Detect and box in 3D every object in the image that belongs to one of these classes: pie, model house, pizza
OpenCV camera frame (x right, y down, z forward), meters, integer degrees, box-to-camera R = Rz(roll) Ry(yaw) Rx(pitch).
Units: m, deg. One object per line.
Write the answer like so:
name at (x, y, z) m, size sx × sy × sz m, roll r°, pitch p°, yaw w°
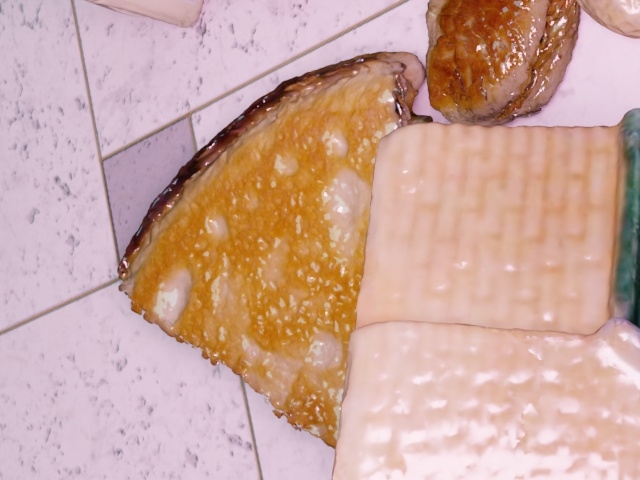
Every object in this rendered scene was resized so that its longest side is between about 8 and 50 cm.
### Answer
pie at (0.164, -0.201, 1.452) m, size 0.163 × 0.079 × 0.193 m, roll 14°, pitch 92°, yaw 42°
model house at (0.211, 0.115, 1.246) m, size 0.343 × 0.334 × 0.382 m, roll 0°, pitch 66°, yaw 13°
pizza at (-0.014, -0.027, 1.570) m, size 0.435 × 0.080 × 0.391 m, roll 30°, pitch 103°, yaw 35°

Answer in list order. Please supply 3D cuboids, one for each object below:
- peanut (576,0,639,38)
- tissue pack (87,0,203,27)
peanut at (0.246, -0.265, 1.360) m, size 0.214 × 0.098 × 0.090 m, roll 46°, pitch 71°, yaw 1°
tissue pack at (-0.268, -0.410, 1.625) m, size 0.207 × 0.380 × 0.297 m, roll 23°, pitch 98°, yaw 33°
